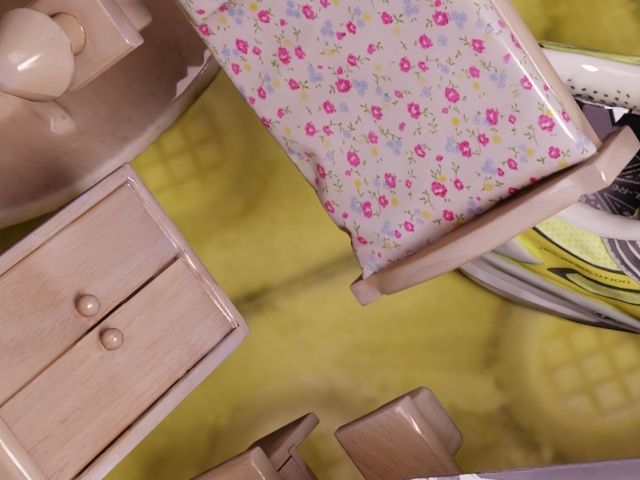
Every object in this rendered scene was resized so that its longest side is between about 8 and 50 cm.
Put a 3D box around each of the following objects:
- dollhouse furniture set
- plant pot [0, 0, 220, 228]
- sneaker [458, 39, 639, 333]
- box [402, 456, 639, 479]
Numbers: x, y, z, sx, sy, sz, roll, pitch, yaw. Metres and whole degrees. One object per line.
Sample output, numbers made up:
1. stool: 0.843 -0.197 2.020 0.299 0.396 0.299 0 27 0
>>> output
1. dollhouse furniture set: 0.000 0.000 0.739 0.355 0.174 0.303 -30 99 38
2. plant pot: -0.218 -0.222 0.911 0.305 0.334 0.334 34 82 25
3. sneaker: 0.222 0.008 0.856 0.384 0.147 0.145 14 76 10
4. box: 0.196 0.137 0.777 0.307 0.242 0.076 -6 75 7
